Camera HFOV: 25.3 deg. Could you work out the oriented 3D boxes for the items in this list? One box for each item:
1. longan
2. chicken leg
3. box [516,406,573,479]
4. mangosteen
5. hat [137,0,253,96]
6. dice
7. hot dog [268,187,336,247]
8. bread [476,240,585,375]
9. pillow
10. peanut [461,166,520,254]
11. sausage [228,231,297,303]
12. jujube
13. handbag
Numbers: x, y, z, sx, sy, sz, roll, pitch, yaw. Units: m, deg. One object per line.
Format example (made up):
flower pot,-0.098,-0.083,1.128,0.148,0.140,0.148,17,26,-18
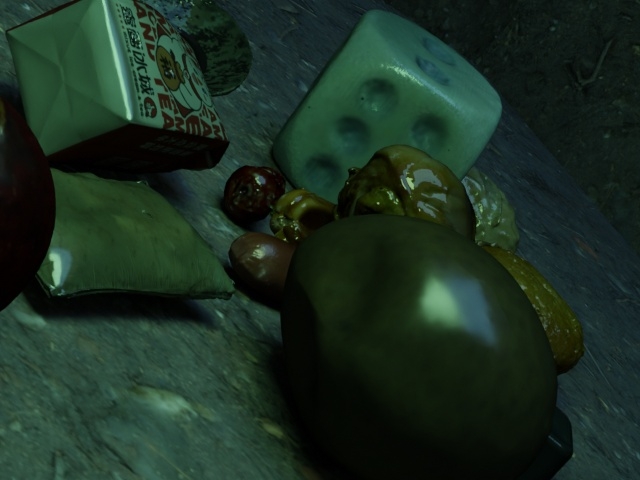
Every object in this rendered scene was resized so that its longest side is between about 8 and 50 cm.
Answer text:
longan,0.099,0.116,1.512,0.288,0.288,0.350,23,23,-47
chicken leg,0.120,0.067,1.881,0.409,0.182,0.295,68,19,-66
box,0.232,0.225,1.854,0.201,0.090,0.144,41,16,-2
mangosteen,-0.317,-0.034,1.114,0.215,0.215,0.257,37,-2,-17
hat,-0.230,-0.242,1.920,0.266,0.128,0.265,25,33,-18
dice,0.103,-0.177,2.207,0.265,0.268,0.262,36,22,-6
hot dog,0.000,0.000,1.890,0.250,0.076,0.104,22,68,-64
bread,0.287,0.118,2.150,0.240,0.139,0.240,37,18,-14
pillow,-0.219,-0.007,1.457,0.185,0.075,0.302,49,21,23
peanut,0.208,-0.075,2.434,0.174,0.158,0.340,29,15,-50
sausage,-0.037,0.043,1.737,0.194,0.077,0.077,29,21,-44
jujube,-0.086,-0.064,1.887,0.077,0.077,0.129,43,12,2
handbag,-0.210,-0.177,1.672,0.298,0.151,0.171,2,72,-62
